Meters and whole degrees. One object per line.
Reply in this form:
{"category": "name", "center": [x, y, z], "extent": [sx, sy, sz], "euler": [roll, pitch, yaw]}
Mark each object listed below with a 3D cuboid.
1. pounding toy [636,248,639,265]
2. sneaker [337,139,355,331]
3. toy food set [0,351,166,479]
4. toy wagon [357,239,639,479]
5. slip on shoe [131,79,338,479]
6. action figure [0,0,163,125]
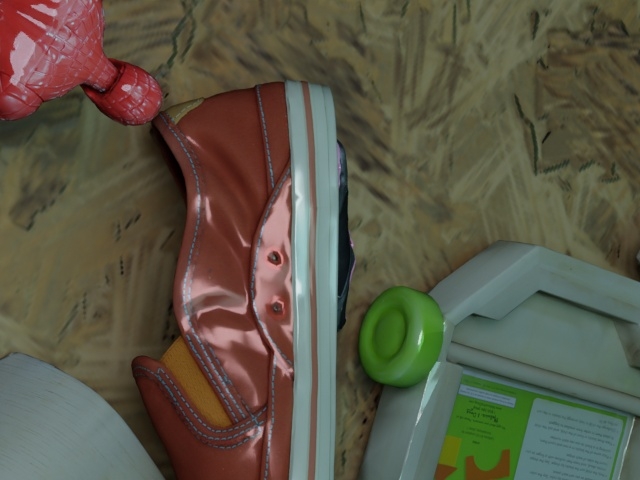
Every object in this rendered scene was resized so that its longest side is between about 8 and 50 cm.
{"category": "pounding toy", "center": [0.318, 0.019, 1.072], "extent": [0.181, 0.094, 0.206], "euler": [-52, 130, -24]}
{"category": "sneaker", "center": [0.000, 0.000, 0.881], "extent": [0.057, 0.047, 0.119], "euler": [2, 95, -57]}
{"category": "toy food set", "center": [-0.137, 0.242, 0.794], "extent": [0.220, 0.092, 0.306], "euler": [-48, 121, -34]}
{"category": "toy wagon", "center": [0.111, 0.179, 0.957], "extent": [0.267, 0.068, 0.344], "euler": [18, 86, -34]}
{"category": "slip on shoe", "center": [-0.042, 0.081, 0.784], "extent": [0.101, 0.123, 0.331], "euler": [0, 79, -3]}
{"category": "action figure", "center": [-0.197, -0.126, 0.708], "extent": [0.280, 0.139, 0.091], "euler": [31, 80, -10]}
